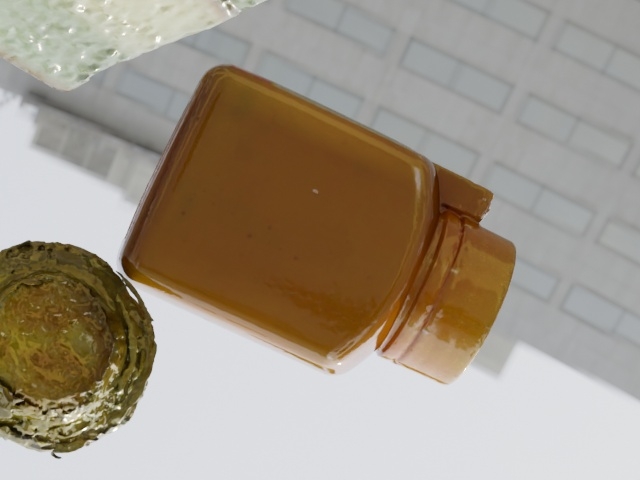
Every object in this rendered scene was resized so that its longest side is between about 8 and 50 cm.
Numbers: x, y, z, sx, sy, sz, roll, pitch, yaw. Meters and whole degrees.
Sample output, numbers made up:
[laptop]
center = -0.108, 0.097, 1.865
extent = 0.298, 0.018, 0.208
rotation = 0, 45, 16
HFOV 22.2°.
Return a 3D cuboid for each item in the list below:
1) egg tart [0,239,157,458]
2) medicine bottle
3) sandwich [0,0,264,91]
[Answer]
[egg tart]
center = -0.156, 0.062, 0.933
extent = 0.130, 0.130, 0.052
rotation = 19, 166, -13
[medicine bottle]
center = 0.000, 0.000, 1.011
extent = 0.222, 0.149, 0.112
rotation = 25, 178, -7
[sandwich]
center = -0.080, -0.161, 0.522
extent = 0.144, 0.117, 0.187
rotation = 41, -143, -48
